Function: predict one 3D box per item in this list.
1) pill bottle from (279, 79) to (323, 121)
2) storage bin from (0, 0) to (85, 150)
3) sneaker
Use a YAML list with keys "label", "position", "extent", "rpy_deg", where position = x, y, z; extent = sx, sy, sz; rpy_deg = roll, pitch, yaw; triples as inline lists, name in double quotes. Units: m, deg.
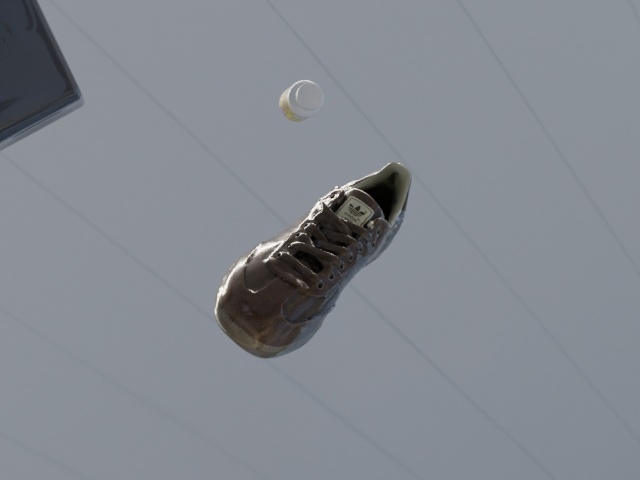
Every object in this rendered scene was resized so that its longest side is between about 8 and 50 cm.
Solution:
- label: "pill bottle"
  position: [-0.021, -0.166, 1.083]
  extent: [0.043, 0.083, 0.043]
  rpy_deg: [0, -89, -13]
- label: "storage bin"
  position: [-0.224, -0.124, 0.621]
  extent: [0.091, 0.098, 0.135]
  rpy_deg: [-25, -84, -9]
- label: "sneaker"
  position: [0.000, 0.000, 0.562]
  extent: [0.066, 0.188, 0.071]
  rpy_deg: [36, -56, 7]
